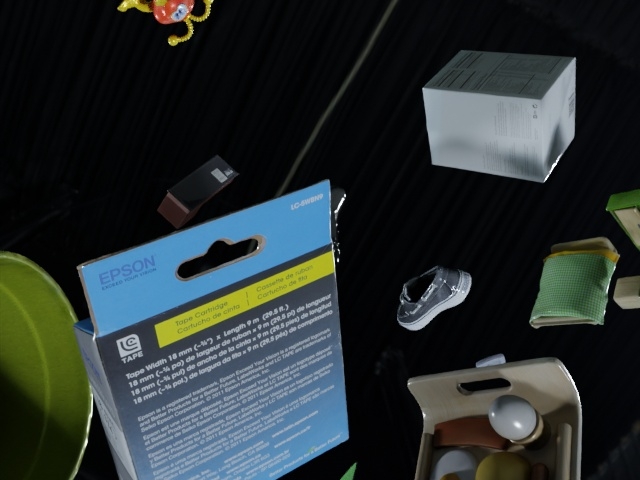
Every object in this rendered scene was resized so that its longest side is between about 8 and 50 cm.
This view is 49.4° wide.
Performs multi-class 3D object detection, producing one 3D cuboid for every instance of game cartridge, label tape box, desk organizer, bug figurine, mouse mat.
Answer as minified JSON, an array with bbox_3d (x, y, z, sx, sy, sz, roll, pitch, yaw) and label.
[{"bbox_3d":[0.489,0.352,2.001,0.056,0.083,0.017,61,-170,-56],"label":"game cartridge"},{"bbox_3d":[-0.103,0.106,0.698,0.241,0.333,0.106,-21,-146,-27],"label":"label tape box"},{"bbox_3d":[-0.186,-0.075,1.058,0.047,0.050,0.130,42,-139,-1],"label":"desk organizer"},{"bbox_3d":[-0.088,-0.331,0.727,0.072,0.279,0.216,40,-160,-20],"label":"bug figurine"},{"bbox_3d":[0.060,0.740,1.985,0.007,0.152,0.189,25,-135,-3],"label":"mouse mat"}]

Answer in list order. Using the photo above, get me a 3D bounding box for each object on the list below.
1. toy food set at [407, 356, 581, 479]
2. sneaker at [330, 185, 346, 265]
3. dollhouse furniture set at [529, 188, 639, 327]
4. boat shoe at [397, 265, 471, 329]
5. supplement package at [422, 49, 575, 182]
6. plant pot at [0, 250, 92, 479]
[{"bbox_3d":[0.163,0.285,0.773,0.092,0.220,0.306,41,-131,-29],"label":"toy food set"},{"bbox_3d":[0.000,0.000,1.603,0.130,0.286,0.109,19,156,24],"label":"sneaker"},{"bbox_3d":[0.524,0.041,1.348,0.151,0.302,0.197,45,-125,-25],"label":"dollhouse furniture set"},{"bbox_3d":[0.242,0.134,1.676,0.102,0.301,0.108,22,-115,-12],"label":"boat shoe"},{"bbox_3d":[0.393,-0.278,1.518,0.263,0.199,0.198,15,-135,33],"label":"supplement package"},{"bbox_3d":[-0.577,0.226,0.975,0.353,0.366,0.366,-11,-163,11],"label":"plant pot"}]
